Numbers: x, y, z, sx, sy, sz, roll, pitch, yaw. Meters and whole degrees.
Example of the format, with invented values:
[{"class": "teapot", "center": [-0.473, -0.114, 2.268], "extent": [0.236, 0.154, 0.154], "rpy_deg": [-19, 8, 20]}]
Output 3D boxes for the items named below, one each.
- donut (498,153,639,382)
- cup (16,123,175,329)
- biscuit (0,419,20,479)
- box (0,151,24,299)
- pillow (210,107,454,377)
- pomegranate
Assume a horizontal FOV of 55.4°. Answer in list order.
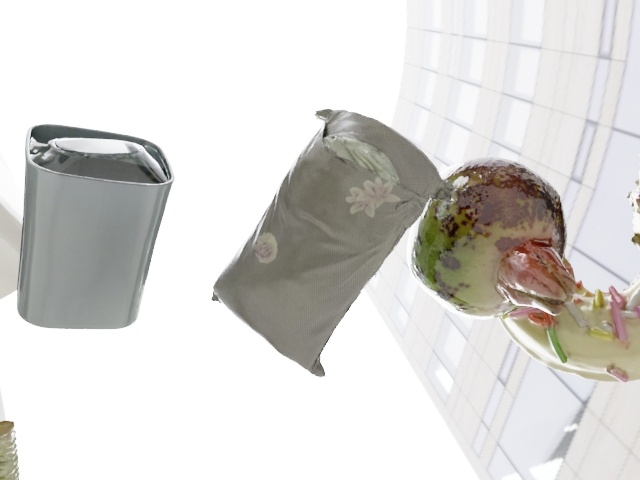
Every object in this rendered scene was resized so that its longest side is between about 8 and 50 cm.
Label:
[{"class": "donut", "center": [0.426, 0.048, 0.898], "extent": [0.371, 0.307, 0.150], "rpy_deg": [-30, -32, 24]}, {"class": "cup", "center": [-0.173, -0.020, 0.453], "extent": [0.095, 0.128, 0.129], "rpy_deg": [6, -64, -28]}, {"class": "biscuit", "center": [-0.393, 0.258, 0.643], "extent": [0.139, 0.016, 0.231], "rpy_deg": [-3, -40, -28]}, {"class": "box", "center": [-0.474, -0.080, 0.782], "extent": [0.116, 0.274, 0.203], "rpy_deg": [-32, -25, -14]}, {"class": "pillow", "center": [0.000, 0.000, 0.594], "extent": [0.169, 0.059, 0.255], "rpy_deg": [36, -78, 16]}, {"class": "pomegranate", "center": [0.222, 0.011, 0.756], "extent": [0.214, 0.248, 0.214], "rpy_deg": [-8, -63, -16]}]
